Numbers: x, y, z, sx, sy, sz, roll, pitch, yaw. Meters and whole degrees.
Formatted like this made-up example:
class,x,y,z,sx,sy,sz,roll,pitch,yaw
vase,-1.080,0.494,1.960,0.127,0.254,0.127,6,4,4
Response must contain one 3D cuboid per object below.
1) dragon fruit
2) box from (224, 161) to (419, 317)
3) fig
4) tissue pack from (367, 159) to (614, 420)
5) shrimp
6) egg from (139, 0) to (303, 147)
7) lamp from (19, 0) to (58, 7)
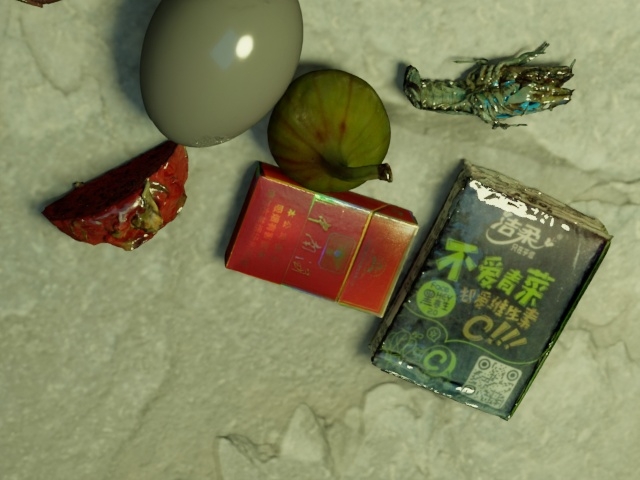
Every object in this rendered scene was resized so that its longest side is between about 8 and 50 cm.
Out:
class,x,y,z,sx,sy,sz,roll,pitch,yaw
dragon fruit,-0.194,-0.025,1.844,0.162,0.106,0.083,-23,112,3
box,0.000,0.000,1.895,0.175,0.048,0.112,17,109,-10
fig,0.022,-0.084,1.764,0.124,0.236,0.124,-5,113,-12
tissue pack,0.173,0.056,1.915,0.173,0.073,0.235,22,108,-12
shrimp,0.169,-0.155,1.848,0.174,0.076,0.082,-1,71,1
egg,-0.097,-0.179,1.767,0.146,0.146,0.199,30,113,-14
lamp,-0.295,-0.312,1.685,0.258,0.180,0.180,14,110,-11
